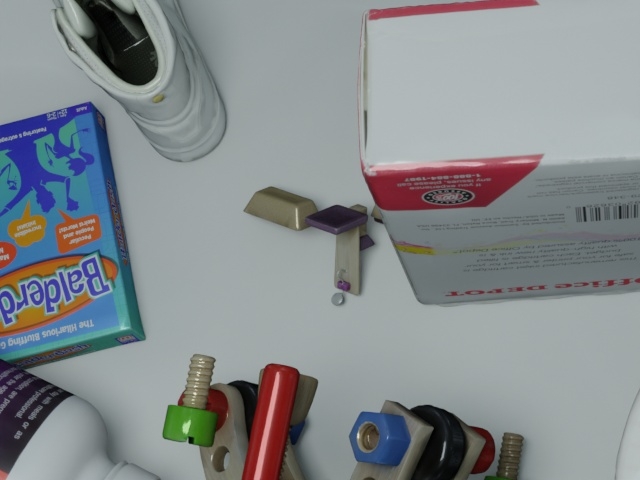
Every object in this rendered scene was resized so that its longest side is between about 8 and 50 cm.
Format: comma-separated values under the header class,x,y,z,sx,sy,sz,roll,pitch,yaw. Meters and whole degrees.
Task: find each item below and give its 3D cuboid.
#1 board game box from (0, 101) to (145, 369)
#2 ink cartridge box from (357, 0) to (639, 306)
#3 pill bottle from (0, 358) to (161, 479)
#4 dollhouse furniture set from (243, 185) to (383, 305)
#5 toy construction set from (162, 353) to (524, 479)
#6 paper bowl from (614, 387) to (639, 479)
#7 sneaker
class,x,y,z,sx,sy,sz,roll,pitch,yaw
board game box,-0.248,0.001,1.349,0.160,0.047,0.210,-15,73,5
ink cartridge box,0.159,-0.058,1.159,0.226,0.306,0.131,-4,72,9
pill bottle,-0.295,0.171,1.224,0.323,0.181,0.181,25,79,7
dollhouse furniture set,0.000,0.000,1.327,0.114,0.091,0.081,20,120,37
toy construction set,-0.018,0.221,1.125,0.257,0.309,0.237,8,80,20
paper bowl,0.303,0.155,0.850,0.284,0.148,0.284,-4,72,11
sneaker,-0.184,-0.217,1.341,0.108,0.169,0.292,-34,70,1
